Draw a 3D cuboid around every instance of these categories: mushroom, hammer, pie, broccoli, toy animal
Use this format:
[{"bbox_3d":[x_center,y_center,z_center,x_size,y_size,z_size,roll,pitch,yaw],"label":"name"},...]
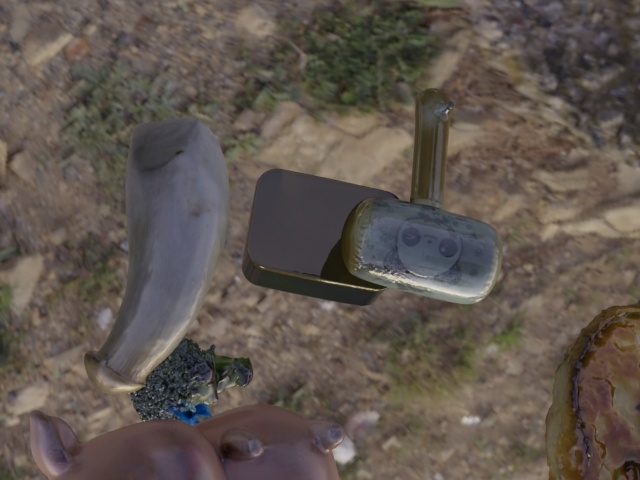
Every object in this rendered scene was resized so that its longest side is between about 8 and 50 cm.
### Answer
[{"bbox_3d":[-0.147,0.012,1.199,0.103,0.118,0.270,37,54,-44],"label":"mushroom"},{"bbox_3d":[0.140,-0.071,1.653,0.202,0.113,0.305,15,59,-9],"label":"hammer"},{"bbox_3d":[0.341,0.211,1.223,0.315,0.092,0.315,7,71,-20],"label":"pie"},{"bbox_3d":[-0.154,0.173,1.564,0.160,0.154,0.167,-8,122,-18],"label":"broccoli"},{"bbox_3d":[-0.102,0.205,1.026,0.250,0.154,0.166,-2,71,-32],"label":"toy animal"}]

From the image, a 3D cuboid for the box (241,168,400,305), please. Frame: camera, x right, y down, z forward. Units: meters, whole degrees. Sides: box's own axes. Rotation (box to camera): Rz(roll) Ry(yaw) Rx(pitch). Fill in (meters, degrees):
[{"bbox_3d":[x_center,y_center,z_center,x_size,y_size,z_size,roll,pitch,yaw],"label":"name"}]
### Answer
[{"bbox_3d":[0.000,0.000,1.693,0.201,0.090,0.144,10,67,-9],"label":"box"}]
